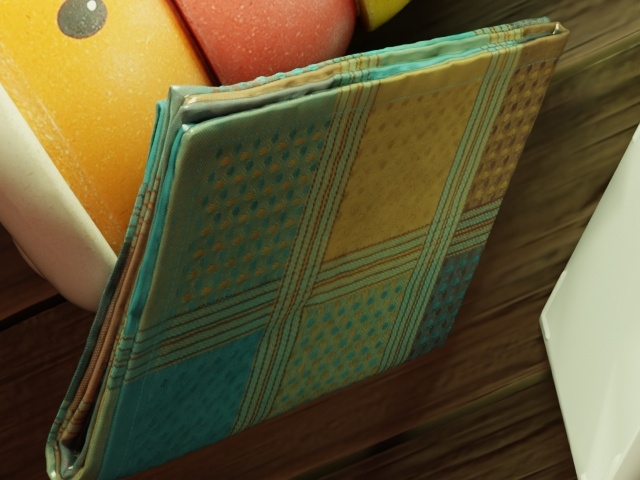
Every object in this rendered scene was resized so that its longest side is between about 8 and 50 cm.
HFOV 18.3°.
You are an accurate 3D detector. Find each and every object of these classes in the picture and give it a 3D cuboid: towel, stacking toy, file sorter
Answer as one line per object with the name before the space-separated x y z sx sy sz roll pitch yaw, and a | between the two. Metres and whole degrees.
towel | 0.000 0.000 1.217 0.040 0.370 0.271 37 123 27
stacking toy | -0.043 -0.213 1.201 0.480 0.350 0.351 -33 107 -4
file sorter | 0.268 0.059 1.261 0.173 0.278 0.193 22 111 -10
